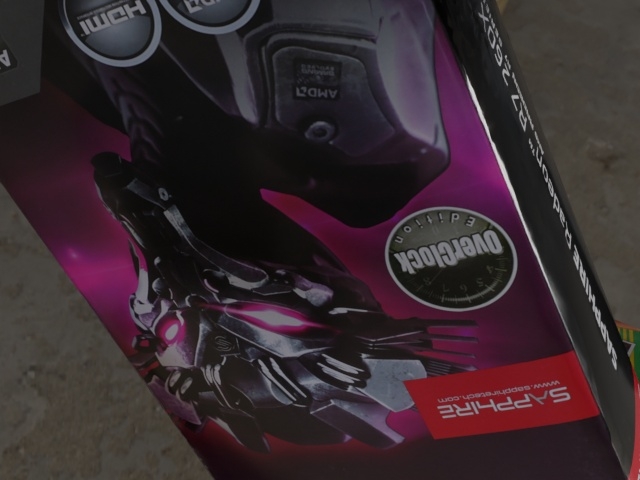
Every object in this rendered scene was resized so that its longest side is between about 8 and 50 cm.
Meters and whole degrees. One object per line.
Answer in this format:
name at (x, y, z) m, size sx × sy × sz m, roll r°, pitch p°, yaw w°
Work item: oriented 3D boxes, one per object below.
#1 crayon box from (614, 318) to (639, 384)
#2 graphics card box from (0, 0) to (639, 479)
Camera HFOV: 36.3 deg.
crayon box at (0.183, 0.148, 1.084) m, size 0.363 × 0.106 × 0.313 m, roll 23°, pitch 27°, yaw 38°
graphics card box at (0.000, 0.000, 0.476) m, size 0.232 × 0.371 × 0.094 m, roll -11°, pitch 32°, yaw 27°
